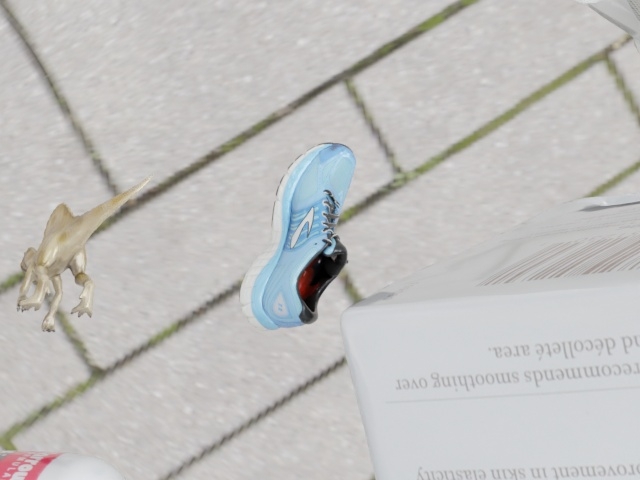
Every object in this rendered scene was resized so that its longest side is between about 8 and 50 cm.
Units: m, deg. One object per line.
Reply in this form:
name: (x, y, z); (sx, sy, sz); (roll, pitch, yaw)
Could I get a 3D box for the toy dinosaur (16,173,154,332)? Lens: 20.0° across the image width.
toy dinosaur: (-0.194, 0.011, 1.362); (0.053, 0.183, 0.092); (17, 60, -30)

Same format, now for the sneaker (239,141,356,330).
sneaker: (0.000, 0.000, 1.422); (0.063, 0.073, 0.162); (37, 67, -47)

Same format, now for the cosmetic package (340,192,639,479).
cosmetic package: (0.265, 0.177, 1.210); (0.327, 0.329, 0.393); (-23, 103, -53)

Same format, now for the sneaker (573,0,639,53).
sneaker: (0.140, -0.123, 0.635); (0.169, 0.257, 0.447); (-52, 135, -17)

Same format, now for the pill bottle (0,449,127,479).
pill bottle: (-0.226, 0.230, 1.243); (0.319, 0.176, 0.176); (1, 91, 16)
